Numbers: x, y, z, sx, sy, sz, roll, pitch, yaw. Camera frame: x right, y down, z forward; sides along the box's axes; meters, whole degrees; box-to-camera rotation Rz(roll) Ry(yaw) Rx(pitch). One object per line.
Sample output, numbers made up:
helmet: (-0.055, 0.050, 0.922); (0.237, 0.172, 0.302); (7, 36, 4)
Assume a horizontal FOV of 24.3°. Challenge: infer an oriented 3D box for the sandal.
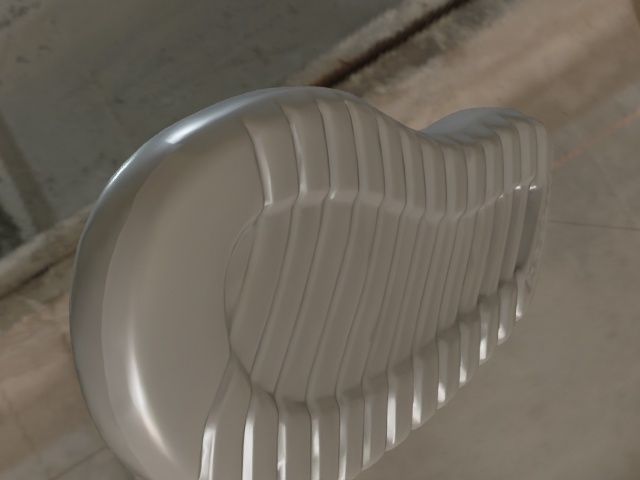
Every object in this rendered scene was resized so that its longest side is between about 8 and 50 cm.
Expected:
sandal: (-0.002, 0.015, 0.666); (0.102, 0.416, 0.169); (9, -83, 26)
